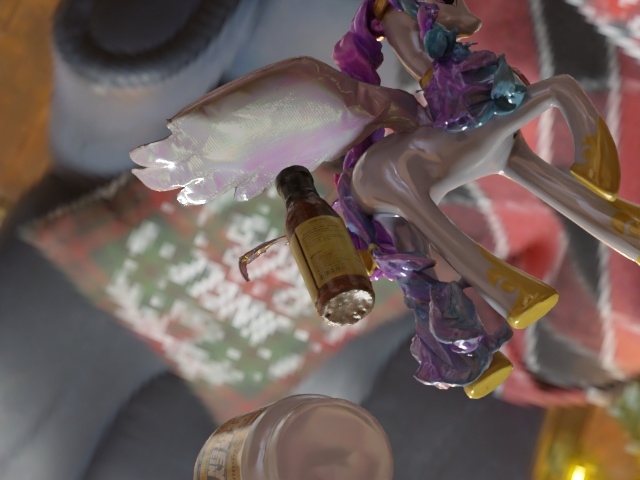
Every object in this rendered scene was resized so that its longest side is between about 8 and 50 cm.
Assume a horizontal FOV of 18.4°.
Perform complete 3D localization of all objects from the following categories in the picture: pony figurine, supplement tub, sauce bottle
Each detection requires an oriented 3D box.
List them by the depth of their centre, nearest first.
[{"bbox_3d":[0.000,0.000,1.306,0.042,0.128,0.042,-12,138,-11],"label":"sauce bottle"},{"bbox_3d":[0.070,-0.058,1.628,0.363,0.351,0.303,54,-177,22],"label":"pony figurine"},{"bbox_3d":[-0.026,0.225,1.891,0.144,0.144,0.199,29,157,-15],"label":"supplement tub"}]
